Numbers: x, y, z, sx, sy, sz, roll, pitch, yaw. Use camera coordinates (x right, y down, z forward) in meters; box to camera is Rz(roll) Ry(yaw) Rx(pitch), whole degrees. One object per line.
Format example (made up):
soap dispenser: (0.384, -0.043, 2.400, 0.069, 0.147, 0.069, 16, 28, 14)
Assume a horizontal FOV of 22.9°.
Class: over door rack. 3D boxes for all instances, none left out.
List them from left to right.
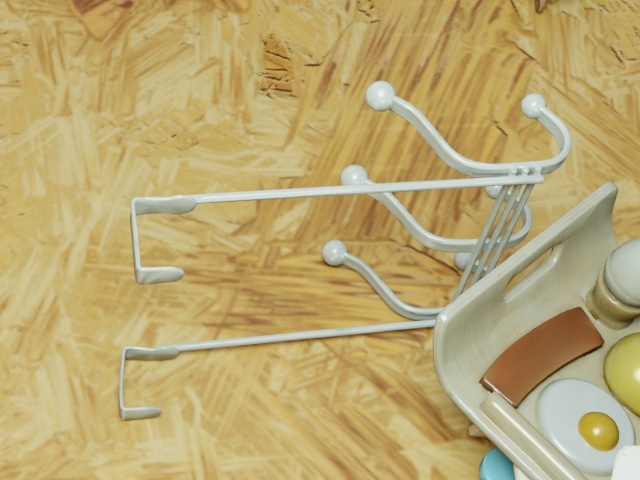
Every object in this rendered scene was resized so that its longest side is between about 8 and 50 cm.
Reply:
over door rack: (0.000, 0.000, 1.152, 0.324, 0.239, 0.108, -15, 62, -17)

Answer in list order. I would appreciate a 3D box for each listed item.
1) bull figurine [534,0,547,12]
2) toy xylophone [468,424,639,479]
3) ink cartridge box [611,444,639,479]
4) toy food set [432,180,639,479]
bull figurine: (0.289, -0.324, 1.481, 0.310, 0.101, 0.188, -15, 59, -16)
toy xylophone: (0.214, 0.258, 1.105, 0.236, 0.081, 0.323, 13, 55, -12)
ink cartridge box: (0.310, 0.276, 0.934, 0.353, 0.119, 0.207, 30, 67, -31)
toy food set: (0.253, 0.112, 1.109, 0.306, 0.092, 0.220, 44, 51, 15)
